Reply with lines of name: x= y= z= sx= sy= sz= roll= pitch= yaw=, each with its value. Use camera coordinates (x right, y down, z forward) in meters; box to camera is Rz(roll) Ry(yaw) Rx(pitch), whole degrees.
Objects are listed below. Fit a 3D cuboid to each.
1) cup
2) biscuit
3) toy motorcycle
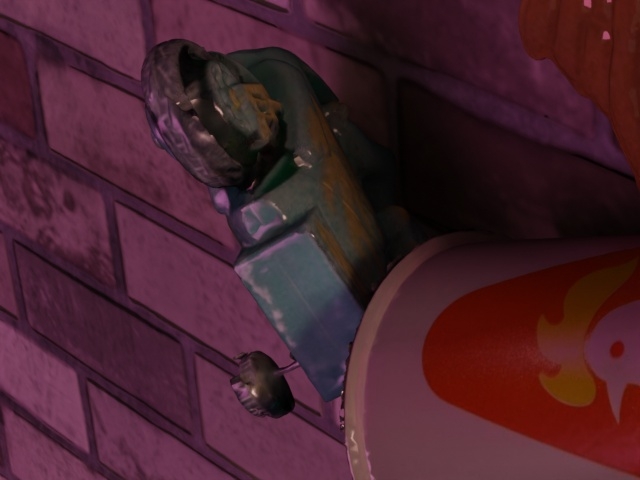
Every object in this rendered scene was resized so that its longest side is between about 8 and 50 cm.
cup: x=0.174 y=0.073 z=0.853 sx=0.288 sy=0.203 sz=0.203 roll=-10 pitch=105 yaw=49
biscuit: x=0.184 y=-0.079 z=0.856 sx=0.250 sy=0.035 sz=0.162 roll=18 pitch=132 yaw=44
toy motorcycle: x=0.001 y=0.002 z=1.036 sx=0.109 sy=0.198 sz=0.296 roll=-28 pitch=105 yaw=20
